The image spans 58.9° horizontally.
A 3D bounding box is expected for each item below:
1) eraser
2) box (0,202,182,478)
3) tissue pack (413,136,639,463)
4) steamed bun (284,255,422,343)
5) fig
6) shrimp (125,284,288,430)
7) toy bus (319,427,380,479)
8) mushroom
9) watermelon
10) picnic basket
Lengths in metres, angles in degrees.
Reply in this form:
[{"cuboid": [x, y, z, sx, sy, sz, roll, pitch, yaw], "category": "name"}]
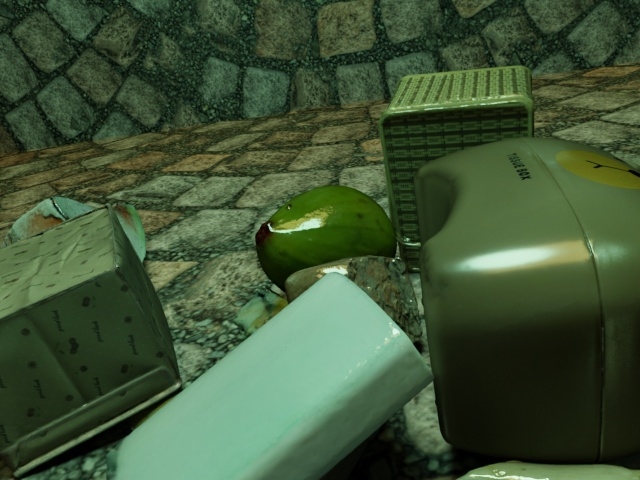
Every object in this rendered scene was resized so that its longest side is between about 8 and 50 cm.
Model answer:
[{"cuboid": [-0.055, 0.163, 0.540, 0.290, 0.104, 0.189, -39, 20, -6], "category": "eraser"}, {"cuboid": [-0.341, 0.106, 0.766, 0.225, 0.190, 0.297, -27, 27, -13], "category": "box"}, {"cuboid": [0.250, 0.040, 0.632, 0.277, 0.267, 0.387, -4, 24, 11], "category": "tissue pack"}, {"cuboid": [0.051, 0.091, 0.740, 0.175, 0.144, 0.106, -8, -17, -29], "category": "steamed bun"}, {"cuboid": [0.000, 0.000, 0.883, 0.225, 0.202, 0.203, 20, -2, -44], "category": "fig"}, {"cuboid": [-0.113, 0.170, 0.758, 0.185, 0.068, 0.287, 8, 38, 44], "category": "shrimp"}, {"cuboid": [0.017, 0.205, 0.613, 0.072, 0.057, 0.172, 9, 31, 30], "category": "toy bus"}, {"cuboid": [0.213, 0.227, 0.479, 0.209, 0.084, 0.071, -5, -20, 24], "category": "mushroom"}, {"cuboid": [-0.491, 0.007, 1.070, 0.290, 0.213, 0.319, -8, 35, 8], "category": "watermelon"}, {"cuboid": [0.232, -0.098, 0.921, 0.228, 0.312, 0.175, 0, 34, 19], "category": "picnic basket"}]
